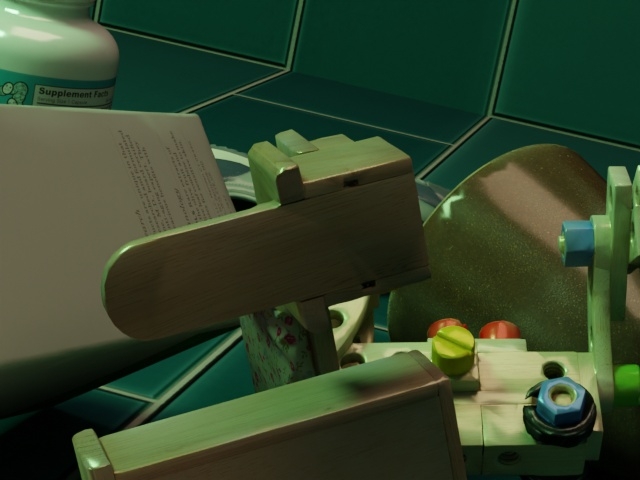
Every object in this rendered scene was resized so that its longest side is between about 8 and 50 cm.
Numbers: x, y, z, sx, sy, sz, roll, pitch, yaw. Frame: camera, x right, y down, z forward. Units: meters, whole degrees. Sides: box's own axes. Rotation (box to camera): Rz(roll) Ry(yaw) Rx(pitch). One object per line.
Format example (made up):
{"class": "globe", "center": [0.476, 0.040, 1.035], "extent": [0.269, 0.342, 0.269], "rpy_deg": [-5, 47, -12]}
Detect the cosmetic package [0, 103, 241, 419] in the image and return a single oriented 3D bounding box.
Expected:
{"class": "cosmetic package", "center": [-0.200, 0.022, 1.094], "extent": [0.197, 0.155, 0.365], "rpy_deg": [-23, -5, 22]}

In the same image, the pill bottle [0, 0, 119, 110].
{"class": "pill bottle", "center": [-0.251, -0.104, 1.562], "extent": [0.146, 0.264, 0.146], "rpy_deg": [10, 13, -2]}

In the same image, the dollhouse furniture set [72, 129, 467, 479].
{"class": "dollhouse furniture set", "center": [-0.066, 0.070, 1.005], "extent": [0.174, 0.303, 0.355], "rpy_deg": [-15, 19, -14]}

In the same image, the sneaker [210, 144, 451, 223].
{"class": "sneaker", "center": [0.000, 0.000, 1.741], "extent": [0.319, 0.112, 0.131], "rpy_deg": [8, 31, -4]}

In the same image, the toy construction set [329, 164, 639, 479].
{"class": "toy construction set", "center": [0.096, 0.063, 1.273], "extent": [0.328, 0.151, 0.215], "rpy_deg": [-11, 46, 11]}

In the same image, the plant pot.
{"class": "plant pot", "center": [0.204, 0.076, 1.391], "extent": [0.215, 0.215, 0.230], "rpy_deg": [-1, 32, -43]}
